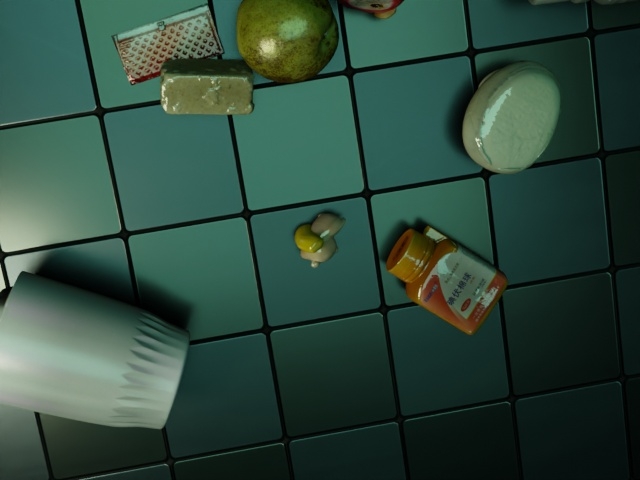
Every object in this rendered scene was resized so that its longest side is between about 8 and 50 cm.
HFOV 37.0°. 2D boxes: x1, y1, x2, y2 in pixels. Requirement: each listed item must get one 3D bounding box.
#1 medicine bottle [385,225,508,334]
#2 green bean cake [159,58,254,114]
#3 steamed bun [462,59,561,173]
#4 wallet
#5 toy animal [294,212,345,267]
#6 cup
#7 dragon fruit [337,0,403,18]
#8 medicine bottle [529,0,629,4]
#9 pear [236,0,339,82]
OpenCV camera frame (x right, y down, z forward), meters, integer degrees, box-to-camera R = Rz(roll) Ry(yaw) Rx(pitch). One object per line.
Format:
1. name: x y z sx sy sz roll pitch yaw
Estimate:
1. medicine bottle: 0.252 0.075 1.958 0.222 0.112 0.149 31 97 -11
2. green bean cake: -0.216 -0.295 1.832 0.179 0.109 0.085 1 119 -7
3. steamed bun: 0.373 -0.247 1.896 0.177 0.131 0.228 24 97 -20
4. wallet: -0.295 -0.380 1.860 0.196 0.020 0.103 -19 106 -3
5. toy animal: 0.000 0.000 1.945 0.114 0.091 0.082 -49 123 -25
6. cup: -0.458 0.225 1.854 0.371 0.253 0.253 17 99 -12
7. dragon fruit: 0.092 -0.536 1.767 0.224 0.224 0.227 10 80 -7
8. medicine bottle: 0.537 -0.565 1.790 0.306 0.245 0.245 -8 102 4
9. pear: -0.054 -0.394 1.788 0.197 0.197 0.197 -1 101 -5
